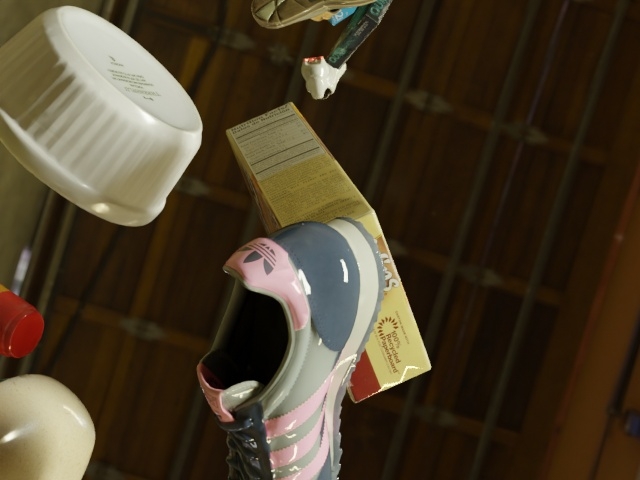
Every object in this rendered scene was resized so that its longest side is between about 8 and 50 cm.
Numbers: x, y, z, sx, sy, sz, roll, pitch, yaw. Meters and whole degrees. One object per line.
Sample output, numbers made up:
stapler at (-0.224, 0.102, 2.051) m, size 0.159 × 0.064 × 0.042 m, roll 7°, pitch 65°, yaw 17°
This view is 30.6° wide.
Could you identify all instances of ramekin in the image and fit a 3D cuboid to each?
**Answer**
ramekin at (-0.258, -0.155, 1.362) m, size 0.127 × 0.273 × 0.273 m, roll -46°, pitch -167°, yaw 15°

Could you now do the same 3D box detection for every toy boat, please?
toy boat at (-0.319, 0.160, 1.052) m, size 0.267 × 0.148 × 0.318 m, roll -34°, pitch 140°, yaw -52°

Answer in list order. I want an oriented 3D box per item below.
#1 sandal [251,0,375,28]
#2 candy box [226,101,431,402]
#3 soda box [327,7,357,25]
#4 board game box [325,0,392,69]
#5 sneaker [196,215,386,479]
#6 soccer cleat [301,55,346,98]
sandal at (-0.007, -0.303, 1.482) m, size 0.072 × 0.180 × 0.049 m, roll 59°, pitch -21°, yaw 21°
candy box at (0.000, 0.000, 1.180) m, size 0.316 × 0.087 × 0.183 m, roll -123°, pitch -169°, yaw -62°
soda box at (-0.009, -0.413, 1.654) m, size 0.210 × 0.067 × 0.071 m, roll 60°, pitch -5°, yaw -38°
board game box at (0.076, -0.328, 1.584) m, size 0.126 × 0.026 × 0.186 m, roll -42°, pitch -163°, yaw 56°
sneaker at (-0.051, 0.132, 0.922) m, size 0.112 × 0.131 × 0.319 m, roll 31°, pitch -61°, yaw 42°
soccer cleat at (0.004, -0.295, 2.120) m, size 0.196 × 0.068 × 0.076 m, roll -40°, pitch 124°, yaw -74°
